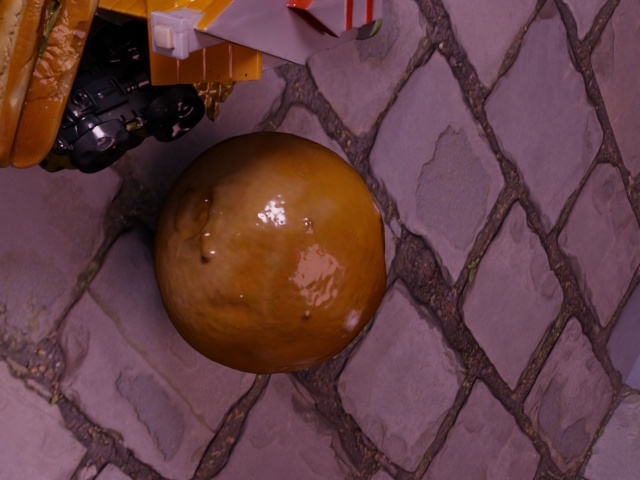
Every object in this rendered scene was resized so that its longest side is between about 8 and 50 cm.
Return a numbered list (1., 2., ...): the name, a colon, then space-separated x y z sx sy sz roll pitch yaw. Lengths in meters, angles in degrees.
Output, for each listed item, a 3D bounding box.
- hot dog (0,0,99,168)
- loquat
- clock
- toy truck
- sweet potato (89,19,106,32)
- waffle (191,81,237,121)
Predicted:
1. hot dog: -0.305 -0.190 1.446 0.109 0.072 0.269 4 115 -46
2. loquat: -0.063 0.018 1.800 0.328 0.328 0.328 -28 127 -45
3. clock: -0.110 -0.280 1.539 0.309 0.235 0.166 -29 127 -46
4. toy truck: -0.257 -0.147 1.615 0.224 0.147 0.165 -31 170 -39
5. sweet potato: -0.286 -0.259 1.582 0.206 0.068 0.060 -38 110 -31
6. waffle: -0.151 -0.268 1.760 0.193 0.070 0.197 40 70 -53
